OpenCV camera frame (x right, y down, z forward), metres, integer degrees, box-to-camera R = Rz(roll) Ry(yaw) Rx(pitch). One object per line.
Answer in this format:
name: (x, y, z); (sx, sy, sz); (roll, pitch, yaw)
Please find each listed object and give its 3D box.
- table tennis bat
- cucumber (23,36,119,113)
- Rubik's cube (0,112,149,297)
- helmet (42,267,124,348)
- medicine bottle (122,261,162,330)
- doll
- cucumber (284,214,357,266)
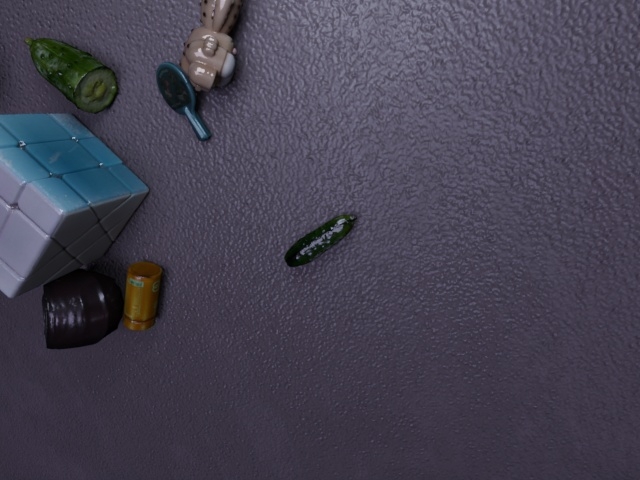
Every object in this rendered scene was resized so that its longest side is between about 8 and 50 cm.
table tennis bat: (-0.338, -0.342, 1.009); (0.124, 0.033, 0.201); (-8, 117, 46)
cucumber: (-0.650, -0.440, 1.028); (0.244, 0.134, 0.134); (37, 114, 4)
Rubik's cube: (-0.721, -0.106, 1.052); (0.316, 0.322, 0.319); (44, 112, -1)
helmet: (-0.679, 0.192, 1.200); (0.176, 0.305, 0.225); (-3, 98, -10)
medicine bottle: (-0.536, 0.168, 1.218); (0.096, 0.096, 0.192); (19, 112, 8)
doll: (-0.226, -0.464, 0.892); (0.119, 0.154, 0.278); (17, 113, -21)
cucumber: (0.000, 0.000, 1.037); (0.227, 0.069, 0.069); (-34, 97, 18)
